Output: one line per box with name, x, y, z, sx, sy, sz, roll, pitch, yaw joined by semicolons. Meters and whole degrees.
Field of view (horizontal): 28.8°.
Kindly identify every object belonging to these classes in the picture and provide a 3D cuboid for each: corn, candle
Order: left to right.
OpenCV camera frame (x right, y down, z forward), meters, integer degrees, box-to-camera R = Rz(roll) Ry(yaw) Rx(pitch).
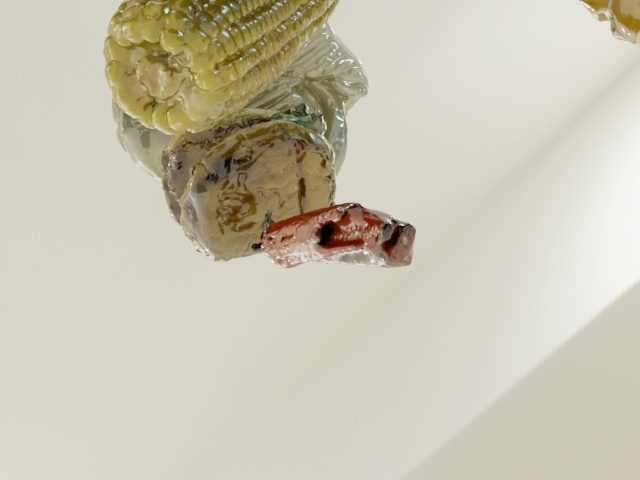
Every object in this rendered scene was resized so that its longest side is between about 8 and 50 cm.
corn;-0.063;-0.202;1.061;0.344;0.131;0.131;-54;-36;-51
candle;0.000;0.000;1.273;0.084;0.301;0.059;46;-111;-16

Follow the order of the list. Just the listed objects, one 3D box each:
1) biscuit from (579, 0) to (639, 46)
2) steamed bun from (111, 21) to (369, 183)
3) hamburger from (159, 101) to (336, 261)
biscuit;0.379;-0.402;1.221;0.104;0.429;0.446;-5;-53;-30
steamed bun;-0.113;-0.185;1.693;0.219;0.324;0.310;124;171;-73
hamburger;-0.079;-0.058;1.448;0.206;0.130;0.183;-9;-52;-9
